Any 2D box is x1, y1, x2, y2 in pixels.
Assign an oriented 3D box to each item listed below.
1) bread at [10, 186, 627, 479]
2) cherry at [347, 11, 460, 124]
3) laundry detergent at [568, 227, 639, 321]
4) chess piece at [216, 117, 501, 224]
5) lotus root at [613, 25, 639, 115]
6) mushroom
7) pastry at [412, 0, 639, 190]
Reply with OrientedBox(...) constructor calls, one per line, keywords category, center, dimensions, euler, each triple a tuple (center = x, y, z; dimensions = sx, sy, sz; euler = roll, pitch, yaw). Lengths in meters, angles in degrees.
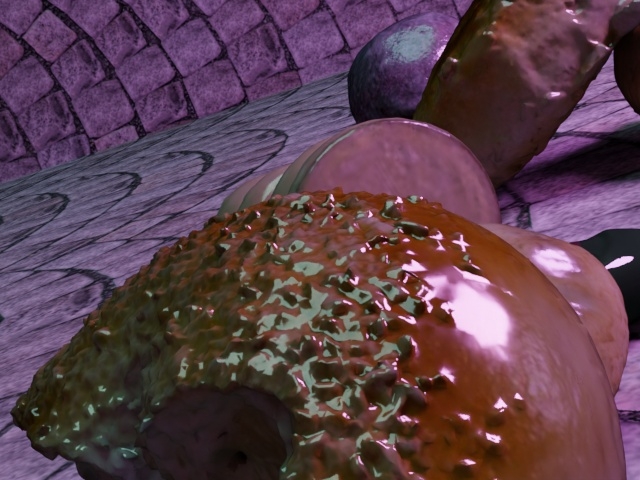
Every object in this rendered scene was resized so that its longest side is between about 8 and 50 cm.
OrientedBox(category="bread", center=(0.005, 0.065, 0.498), dimensions=(0.192, 0.171, 0.314), euler=(-51, 24, -10))
OrientedBox(category="cherry", center=(0.124, -0.192, 1.565), dimensions=(0.195, 0.195, 0.195), euler=(-18, 12, 4))
OrientedBox(category="laundry detergent", center=(0.140, 0.037, 0.771), dimensions=(0.211, 0.063, 0.137), euler=(-14, 2, 10))
OrientedBox(category="chess piece", center=(0.000, 0.000, 0.991), dimensions=(0.167, 0.167, 0.299), euler=(-23, 6, -22))
OrientedBox(category="lotus root", center=(0.369, -0.177, 1.192), dimensions=(0.160, 0.146, 0.284), euler=(-6, 12, 7))
OrientedBox(category="mushroom", center=(0.090, 0.055, 0.648), dimensions=(0.148, 0.112, 0.148), euler=(-33, 32, 24))
OrientedBox(category="pastry", center=(0.198, -0.186, 1.233), dimensions=(0.330, 0.136, 0.329), euler=(-55, 2, 3))
